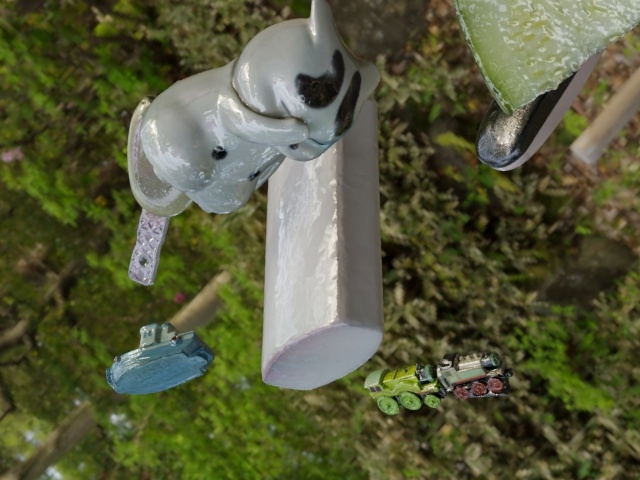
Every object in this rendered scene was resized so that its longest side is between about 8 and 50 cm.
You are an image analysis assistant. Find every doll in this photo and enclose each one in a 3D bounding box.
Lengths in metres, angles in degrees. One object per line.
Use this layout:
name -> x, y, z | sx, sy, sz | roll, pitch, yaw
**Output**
doll -> -0.049, -0.096, 0.765 | 0.110, 0.181, 0.106 | 40, -148, -47

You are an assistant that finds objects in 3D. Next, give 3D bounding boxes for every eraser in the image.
eraser -> 0.000, 0.000, 1.038 | 0.095, 0.174, 0.270 | 14, -122, -21

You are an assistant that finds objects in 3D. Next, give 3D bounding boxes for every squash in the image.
squash -> 0.234, -0.291, 1.136 | 0.204, 0.237, 0.155 | 59, -156, 14

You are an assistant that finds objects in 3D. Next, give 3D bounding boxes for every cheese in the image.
cheese -> -0.161, -0.045, 1.014 | 0.097, 0.192, 0.037 | 20, -163, 17

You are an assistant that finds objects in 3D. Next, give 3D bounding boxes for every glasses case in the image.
glasses case -> 0.341, -0.244, 1.520 | 0.075, 0.314, 0.122 | 31, -179, -30

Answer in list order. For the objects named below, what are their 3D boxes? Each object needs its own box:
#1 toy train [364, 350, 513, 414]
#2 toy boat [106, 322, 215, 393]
toy train -> 0.190, 0.225, 1.606 | 0.085, 0.250, 0.053 | 57, -142, -21
toy boat -> -0.280, 0.199, 1.735 | 0.088, 0.215, 0.102 | 53, -157, -38
